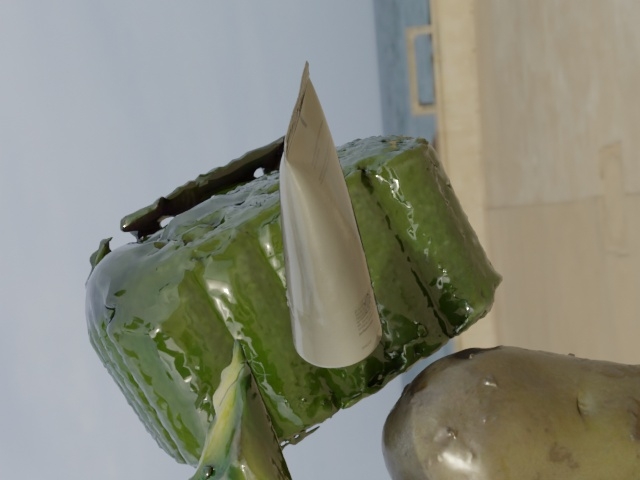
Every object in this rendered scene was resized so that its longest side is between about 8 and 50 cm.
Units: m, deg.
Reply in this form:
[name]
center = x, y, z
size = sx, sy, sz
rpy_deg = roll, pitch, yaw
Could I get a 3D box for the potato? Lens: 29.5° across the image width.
[potato]
center = 0.171, 0.162, 0.918
size = 0.165, 0.262, 0.165
rpy_deg = -178, 90, -76

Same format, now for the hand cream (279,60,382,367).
[hand cream]
center = 0.000, 0.000, 0.691
size = 0.087, 0.054, 0.186
rpy_deg = -78, -18, -53

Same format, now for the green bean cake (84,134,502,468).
[green bean cake]
center = -0.041, 0.033, 1.085
size = 0.218, 0.335, 0.319
rpy_deg = 60, 161, -8

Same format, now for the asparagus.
[asparagus]
center = -0.019, 0.231, 0.718
size = 0.082, 0.085, 0.343
rpy_deg = 161, 90, -74
